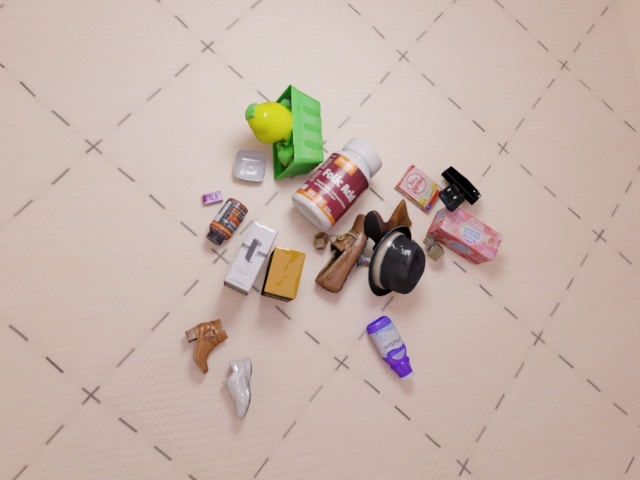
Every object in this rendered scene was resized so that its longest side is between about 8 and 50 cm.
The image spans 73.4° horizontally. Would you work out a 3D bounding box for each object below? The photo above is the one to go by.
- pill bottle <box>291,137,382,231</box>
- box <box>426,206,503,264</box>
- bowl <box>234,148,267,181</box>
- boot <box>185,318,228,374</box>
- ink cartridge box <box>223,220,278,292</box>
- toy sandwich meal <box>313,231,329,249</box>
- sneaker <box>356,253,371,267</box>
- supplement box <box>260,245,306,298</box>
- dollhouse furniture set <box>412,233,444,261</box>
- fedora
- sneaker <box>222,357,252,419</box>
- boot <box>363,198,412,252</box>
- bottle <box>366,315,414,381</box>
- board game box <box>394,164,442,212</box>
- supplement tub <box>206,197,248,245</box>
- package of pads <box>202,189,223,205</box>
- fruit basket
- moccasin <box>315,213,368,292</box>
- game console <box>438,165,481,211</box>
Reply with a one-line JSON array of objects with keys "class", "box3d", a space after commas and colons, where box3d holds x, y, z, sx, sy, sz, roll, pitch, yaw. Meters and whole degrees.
[{"class": "pill bottle", "box3d": [0.078, -0.250, 1.890, 0.224, 0.224, 0.392, 42, 79, -2]}, {"class": "box", "box3d": [0.682, -0.026, 2.037, 0.299, 0.154, 0.142, 31, 74, -6]}, {"class": "bowl", "box3d": [-0.313, -0.329, 1.926, 0.141, 0.053, 0.142, 8, 76, -11]}, {"class": "boot", "box3d": [-0.444, 0.425, 1.737, 0.152, 0.073, 0.197, -20, 86, -20]}, {"class": "ink cartridge box", "box3d": [-0.289, 0.076, 1.774, 0.114, 0.197, 0.273, 27, 74, -6]}, {"class": "toy sandwich meal", "box3d": [0.000, 0.000, 1.922, 0.085, 0.029, 0.086, -11, 69, 29]}, {"class": "sneaker", "box3d": [0.193, 0.101, 1.965, 0.098, 0.038, 0.069, 37, 93, -15]}, {"class": "supplement box", "box3d": [-0.159, 0.144, 1.791, 0.128, 0.194, 0.192, 15, 76, -9]}, {"class": "dollhouse furniture set", "box3d": [0.478, 0.052, 2.041, 0.144, 0.123, 0.151, 41, 108, -2]}, {"class": "fedora", "box3d": [0.348, 0.111, 1.848, 0.333, 0.152, 0.335, -23, 125, -37]}, {"class": "sneaker", "box3d": [-0.336, 0.594, 1.726, 0.115, 0.090, 0.233, 1, 70, -6]}, {"class": "boot", "box3d": [0.318, -0.092, 1.913, 0.280, 0.096, 0.264, -48, 125, -31]}, {"class": "bottle", "box3d": [0.314, 0.476, 1.883, 0.118, 0.092, 0.283, -27, 86, -17]}, {"class": "board game box", "box3d": [0.477, -0.254, 2.092, 0.193, 0.045, 0.147, 37, 73, -3]}, {"class": "supplement tub", "box3d": [-0.401, -0.076, 1.829, 0.106, 0.106, 0.198, 33, 74, -5]}, {"class": "package of pads", "box3d": [-0.470, -0.186, 1.873, 0.083, 0.032, 0.050, -14, 80, -15]}, {"class": "fruit basket", "box3d": [-0.177, -0.475, 1.863, 0.391, 0.282, 0.393, 6, 76, -27]}, {"class": "moccasin", "box3d": [0.097, 0.042, 1.910, 0.146, 0.139, 0.380, 33, 83, -14]}, {"class": "game console", "box3d": [0.632, -0.236, 2.019, 0.213, 0.044, 0.361, 47, 39, 9]}]
